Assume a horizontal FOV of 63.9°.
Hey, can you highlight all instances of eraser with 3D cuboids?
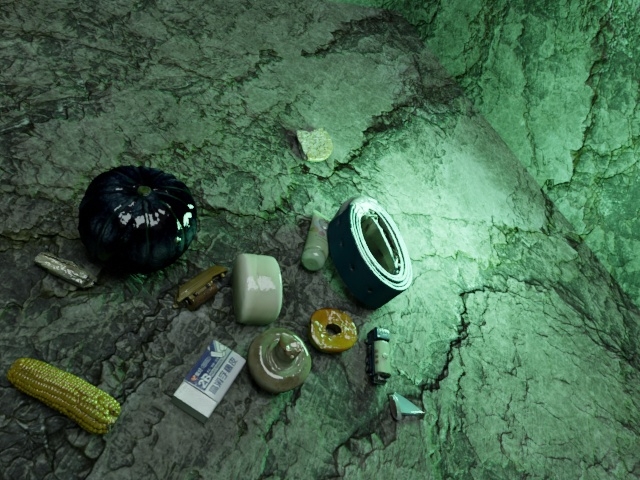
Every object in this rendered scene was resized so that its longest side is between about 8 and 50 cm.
[{"bbox_3d":[-0.325,0.410,1.505,0.124,0.068,0.210,34,47,0],"label":"eraser"}]

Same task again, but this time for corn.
[{"bbox_3d":[-0.661,0.391,1.321,0.313,0.102,0.102,32,46,-1],"label":"corn"}]

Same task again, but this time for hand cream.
[{"bbox_3d":[0.000,0.000,2.008,0.147,0.093,0.306,31,37,-8],"label":"hand cream"}]

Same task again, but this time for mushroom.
[{"bbox_3d":[-0.118,0.356,1.567,0.204,0.204,0.204,14,49,-17],"label":"mushroom"}]

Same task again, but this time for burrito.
[{"bbox_3d":[-0.768,0.089,1.550,0.188,0.045,0.058,28,71,-7],"label":"burrito"}]

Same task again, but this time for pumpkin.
[{"bbox_3d":[-0.579,-0.069,1.628,0.363,0.266,0.363,12,50,-14],"label":"pumpkin"}]

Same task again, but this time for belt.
[{"bbox_3d":[0.189,0.034,1.976,0.300,0.173,0.437,13,46,-40],"label":"belt"}]

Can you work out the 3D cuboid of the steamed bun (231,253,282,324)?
[{"bbox_3d":[-0.214,0.149,1.709,0.146,0.164,0.242,5,53,-23],"label":"steamed bun"}]

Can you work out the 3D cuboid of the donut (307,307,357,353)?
[{"bbox_3d":[0.036,0.318,1.774,0.178,0.065,0.162,16,53,-17],"label":"donut"}]

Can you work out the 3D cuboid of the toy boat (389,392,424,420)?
[{"bbox_3d":[0.292,0.564,1.735,0.122,0.034,0.096,13,48,-30],"label":"toy boat"}]

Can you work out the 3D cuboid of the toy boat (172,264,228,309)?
[{"bbox_3d":[-0.388,0.157,1.682,0.088,0.068,0.226,47,44,7],"label":"toy boat"}]

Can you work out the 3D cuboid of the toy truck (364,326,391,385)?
[{"bbox_3d":[0.202,0.398,1.776,0.074,0.088,0.202,16,48,-14],"label":"toy truck"}]

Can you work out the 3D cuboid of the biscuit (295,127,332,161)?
[{"bbox_3d":[-0.034,-0.449,2.378,0.188,0.040,0.265,30,45,-4],"label":"biscuit"}]
